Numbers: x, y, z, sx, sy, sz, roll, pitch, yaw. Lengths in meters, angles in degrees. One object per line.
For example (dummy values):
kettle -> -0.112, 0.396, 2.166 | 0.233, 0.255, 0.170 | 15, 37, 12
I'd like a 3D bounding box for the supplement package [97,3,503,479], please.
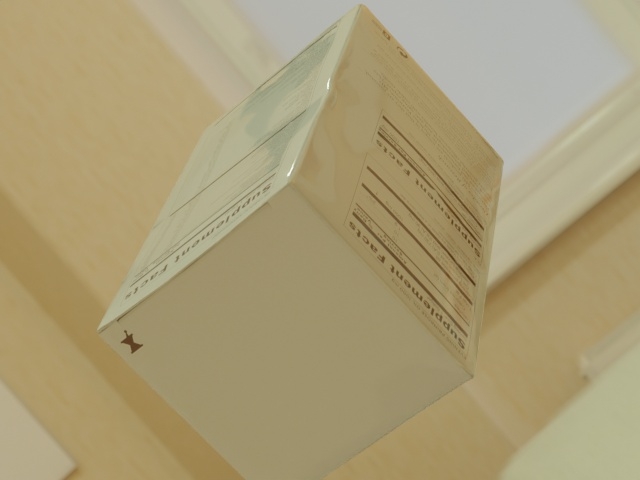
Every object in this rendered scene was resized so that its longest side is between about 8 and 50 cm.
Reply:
supplement package -> 0.000, 0.000, 0.898 | 0.139, 0.134, 0.244 | -37, 16, 25
